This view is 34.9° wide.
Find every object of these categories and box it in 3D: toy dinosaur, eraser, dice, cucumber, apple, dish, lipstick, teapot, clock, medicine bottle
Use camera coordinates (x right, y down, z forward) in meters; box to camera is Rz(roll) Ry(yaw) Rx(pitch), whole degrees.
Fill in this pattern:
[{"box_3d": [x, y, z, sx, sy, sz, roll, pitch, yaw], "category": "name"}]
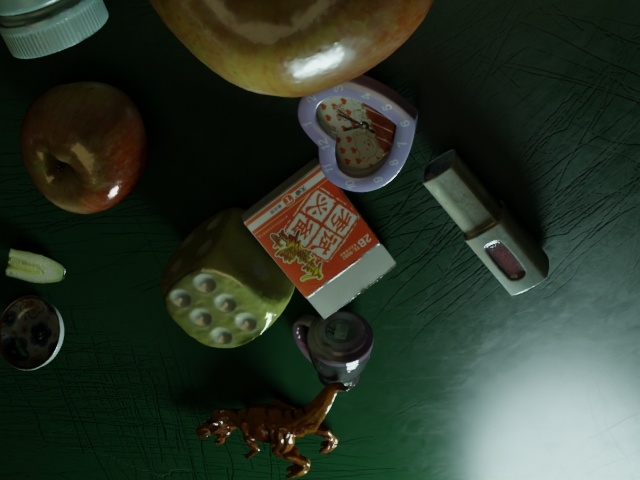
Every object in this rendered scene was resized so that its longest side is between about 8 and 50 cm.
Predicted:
[{"box_3d": [-0.047, 0.359, 1.944, 0.432, 0.097, 0.208, -21, 124, 37], "category": "toy dinosaur"}, {"box_3d": [0.000, 0.000, 1.665, 0.157, 0.038, 0.230, -37, 114, 3], "category": "eraser"}, {"box_3d": [-0.153, 0.064, 1.705, 0.166, 0.169, 0.169, -32, 114, 31], "category": "dice"}, {"box_3d": [-0.518, 0.044, 1.860, 0.107, 0.035, 0.067, 15, 118, -6], "category": "cucumber"}, {"box_3d": [-0.369, -0.151, 1.598, 0.209, 0.164, 0.209, 13, 126, 18], "category": "apple"}, {"box_3d": [-0.537, 0.178, 1.944, 0.141, 0.141, 0.078, -3, 171, 18], "category": "dish"}, {"box_3d": [-0.042, -0.367, 1.242, 0.391, 0.346, 0.391, 5, 122, 7], "category": "apple"}, {"box_3d": [0.260, -0.030, 1.599, 0.079, 0.077, 0.253, -29, 115, 30], "category": "lipstick"}, {"box_3d": [0.019, 0.203, 1.813, 0.148, 0.116, 0.146, 5, 138, 4], "category": "teapot"}, {"box_3d": [0.067, -0.175, 1.539, 0.172, 0.064, 0.198, -14, 123, 22], "category": "clock"}, {"box_3d": [-0.424, -0.427, 1.400, 0.158, 0.158, 0.318, -7, 124, 18], "category": "medicine bottle"}]
